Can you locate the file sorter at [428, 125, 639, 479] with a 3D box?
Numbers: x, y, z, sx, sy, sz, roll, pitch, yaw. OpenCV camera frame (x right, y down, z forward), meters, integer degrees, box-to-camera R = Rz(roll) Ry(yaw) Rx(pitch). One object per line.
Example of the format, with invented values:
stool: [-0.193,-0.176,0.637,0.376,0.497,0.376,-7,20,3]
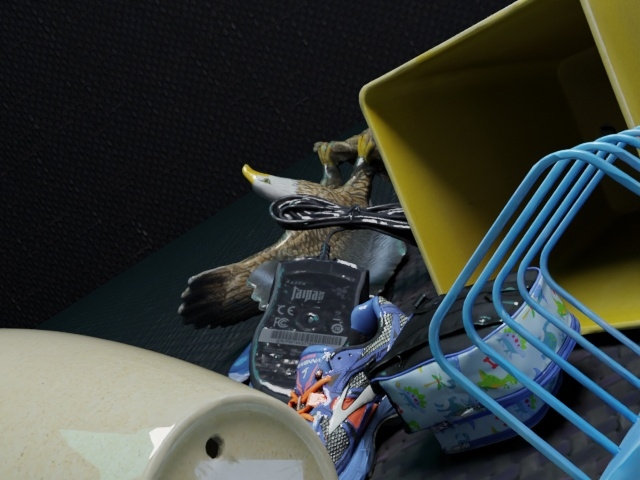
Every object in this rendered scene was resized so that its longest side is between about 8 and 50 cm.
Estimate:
file sorter: [0.140,0.019,0.398,0.170,0.104,0.118,-19,-37,-58]

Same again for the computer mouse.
computer mouse: [0.034,0.063,0.827,0.184,0.060,0.262,2,45,2]

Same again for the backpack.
backpack: [0.104,0.072,0.551,0.114,0.084,0.105,-31,10,42]

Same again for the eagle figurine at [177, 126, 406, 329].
eagle figurine: [-0.010,-0.004,1.030,0.226,0.225,0.298,81,-152,-60]

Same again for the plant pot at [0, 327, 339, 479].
plant pot: [-0.127,0.155,0.476,0.274,0.257,0.256,-17,19,42]

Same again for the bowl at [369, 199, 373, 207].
bowl: [0.021,-0.007,1.246,0.142,0.053,0.142,-33,11,5]

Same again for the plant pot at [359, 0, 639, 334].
plant pot: [0.191,-0.066,0.632,0.187,0.212,0.212,-26,4,-35]

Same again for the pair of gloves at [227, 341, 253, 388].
pair of gloves: [-0.041,0.125,0.929,0.159,0.023,0.198,-38,12,-32]

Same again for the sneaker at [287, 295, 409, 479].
sneaker: [0.003,0.121,0.630,0.083,0.087,0.221,-23,15,47]

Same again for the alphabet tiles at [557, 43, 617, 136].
alphabet tiles: [0.292,-0.140,0.740,0.237,0.198,0.009,-22,56,59]
